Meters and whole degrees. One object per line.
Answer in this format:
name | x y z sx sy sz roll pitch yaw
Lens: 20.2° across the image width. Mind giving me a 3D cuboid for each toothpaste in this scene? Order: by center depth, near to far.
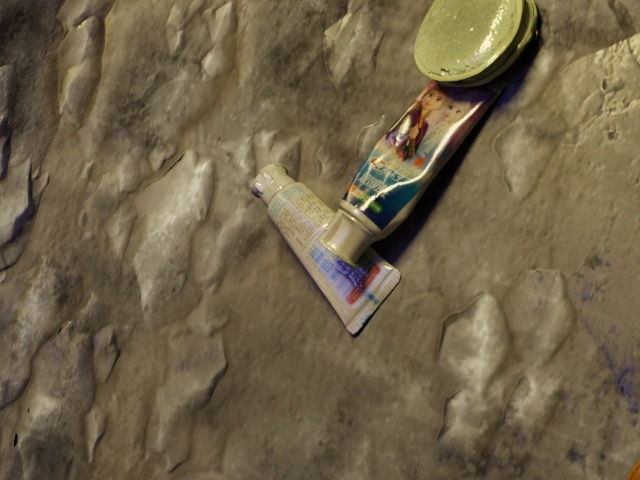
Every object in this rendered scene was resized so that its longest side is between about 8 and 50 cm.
toothpaste | 0.097 -0.089 1.978 0.266 0.061 0.096 -52 45 0
toothpaste | 0.000 0.000 2.052 0.089 0.057 0.234 -51 52 15

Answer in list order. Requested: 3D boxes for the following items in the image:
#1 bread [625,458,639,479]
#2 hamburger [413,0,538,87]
bread | 0.360 0.289 1.442 0.279 0.225 0.250 10 83 42
hamburger | 0.171 -0.228 1.952 0.133 0.062 0.140 17 79 44
